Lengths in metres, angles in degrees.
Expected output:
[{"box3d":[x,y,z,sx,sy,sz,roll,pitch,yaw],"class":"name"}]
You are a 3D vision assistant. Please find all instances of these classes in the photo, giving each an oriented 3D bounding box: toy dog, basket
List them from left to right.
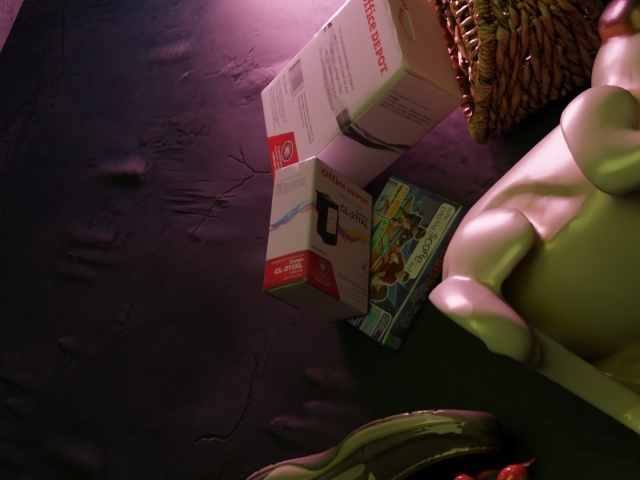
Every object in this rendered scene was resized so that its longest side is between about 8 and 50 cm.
[{"box3d":[0.207,-0.312,1.118,0.223,0.213,0.299,-29,51,26],"class":"basket"},{"box3d":[0.320,-0.048,0.877,0.408,0.284,0.395,-57,8,4],"class":"toy dog"}]

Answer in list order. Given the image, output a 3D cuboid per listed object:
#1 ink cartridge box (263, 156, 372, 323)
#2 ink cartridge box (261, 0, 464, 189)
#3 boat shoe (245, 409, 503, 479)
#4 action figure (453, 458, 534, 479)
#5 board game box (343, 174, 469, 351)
[{"box3d":[0.000,0.000,1.141,0.072,0.127,0.175,-17,57,36],"class":"ink cartridge box"},{"box3d":[0.048,-0.199,1.228,0.273,0.114,0.197,-41,45,37],"class":"ink cartridge box"},{"box3d":[0.062,0.288,1.002,0.355,0.132,0.130,-32,59,36],"class":"boat shoe"},{"box3d":[0.153,0.323,0.926,0.280,0.139,0.091,-61,43,31],"class":"action figure"},{"box3d":[0.095,0.026,1.161,0.136,0.035,0.201,30,89,46],"class":"board game box"}]
